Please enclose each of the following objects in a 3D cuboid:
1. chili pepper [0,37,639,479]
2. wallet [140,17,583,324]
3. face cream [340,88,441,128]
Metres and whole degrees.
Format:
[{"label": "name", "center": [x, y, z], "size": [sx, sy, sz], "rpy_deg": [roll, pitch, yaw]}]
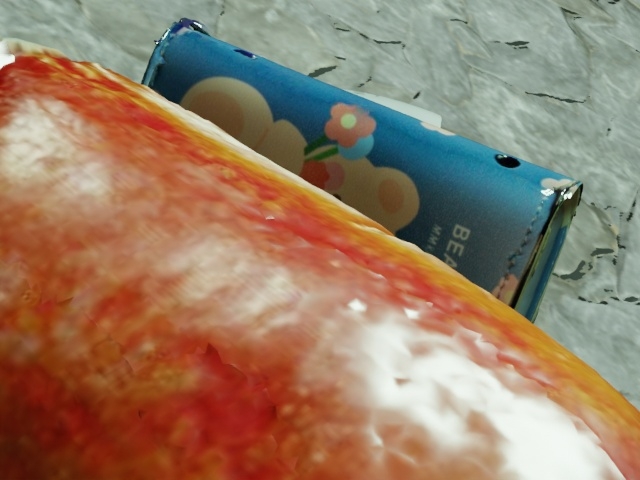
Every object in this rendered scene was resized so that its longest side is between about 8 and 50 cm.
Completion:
[{"label": "chili pepper", "center": [-0.047, 0.095, 0.687], "size": [0.305, 0.229, 0.251], "rpy_deg": [32, 70, 26]}, {"label": "wallet", "center": [0.000, 0.000, 0.847], "size": [0.202, 0.141, 0.059], "rpy_deg": [23, 15, 16]}, {"label": "face cream", "center": [0.019, -0.015, 0.933], "size": [0.104, 0.117, 0.117], "rpy_deg": [24, 35, -3]}]
